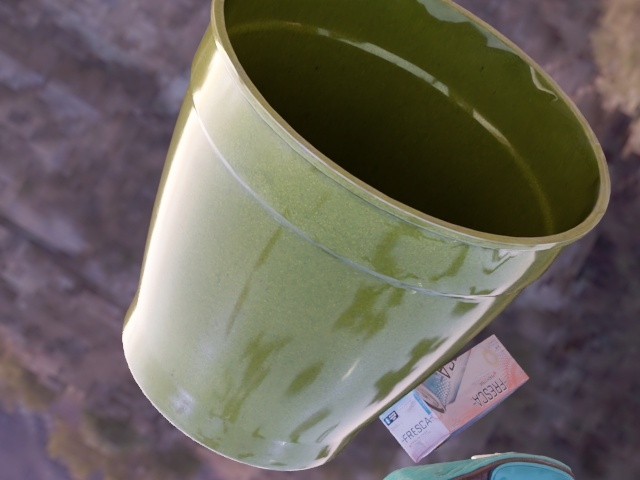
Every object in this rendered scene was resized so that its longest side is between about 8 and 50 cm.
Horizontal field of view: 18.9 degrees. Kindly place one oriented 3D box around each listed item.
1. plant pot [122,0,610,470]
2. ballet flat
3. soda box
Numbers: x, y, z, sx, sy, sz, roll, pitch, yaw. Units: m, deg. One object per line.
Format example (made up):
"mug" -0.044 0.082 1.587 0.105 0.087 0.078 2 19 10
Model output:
"plant pot" 0.000 0.000 1.661 0.366 0.353 0.366 22 -146 -16
"ballet flat" 0.171 0.275 2.174 0.247 0.083 0.087 -5 -158 -26
"soda box" 0.138 0.159 1.949 0.063 0.058 0.183 51 -147 9
